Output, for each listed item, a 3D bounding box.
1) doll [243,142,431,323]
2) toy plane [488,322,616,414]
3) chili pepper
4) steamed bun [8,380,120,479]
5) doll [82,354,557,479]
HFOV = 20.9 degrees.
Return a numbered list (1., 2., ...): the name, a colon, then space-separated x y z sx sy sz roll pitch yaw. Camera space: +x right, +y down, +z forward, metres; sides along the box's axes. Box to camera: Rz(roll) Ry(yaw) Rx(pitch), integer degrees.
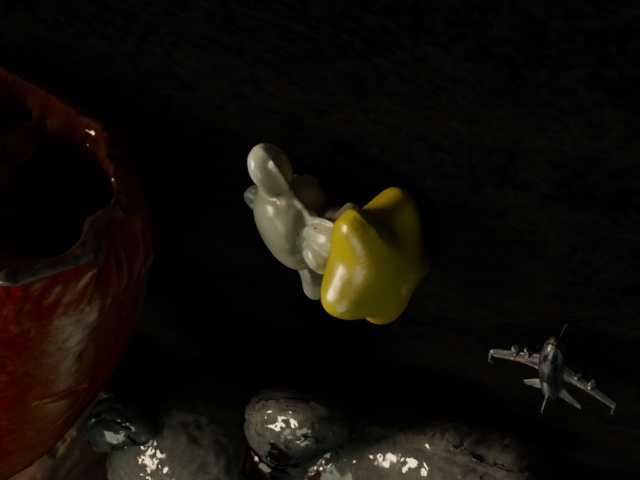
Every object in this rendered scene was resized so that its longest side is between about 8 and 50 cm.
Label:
1. doll: 0.002 0.004 0.966 0.113 0.071 0.135 36 160 6
2. toy plane: 0.132 0.072 0.984 0.078 0.031 0.083 22 154 16
3. chili pepper: -0.234 0.004 1.075 0.251 0.229 0.305 32 144 3
4. steamed bun: -0.310 0.133 1.315 0.301 0.251 0.199 40 162 -9
5. doll: 0.000 0.174 1.162 0.340 0.158 0.246 14 162 24
